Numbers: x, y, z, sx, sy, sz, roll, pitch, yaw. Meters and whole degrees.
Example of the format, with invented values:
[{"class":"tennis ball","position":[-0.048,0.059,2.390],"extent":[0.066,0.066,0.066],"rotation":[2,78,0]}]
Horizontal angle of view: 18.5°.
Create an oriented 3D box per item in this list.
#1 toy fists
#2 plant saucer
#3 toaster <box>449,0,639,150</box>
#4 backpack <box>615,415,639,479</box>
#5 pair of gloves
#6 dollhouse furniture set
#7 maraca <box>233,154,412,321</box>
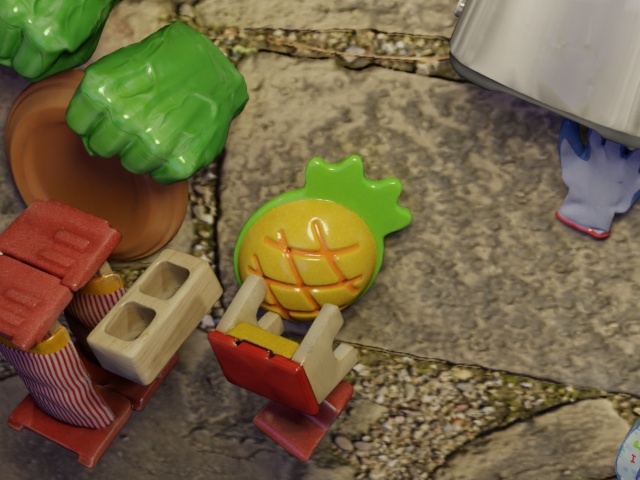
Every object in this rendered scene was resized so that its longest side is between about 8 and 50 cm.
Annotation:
[{"class":"toy fists","position":[-0.197,-0.163,1.715],"extent":[0.279,0.142,0.096],"rotation":[46,131,-2]},{"class":"plant saucer","position":[-0.219,-0.064,1.862],"extent":[0.200,0.037,0.200],"rotation":[15,125,22]},{"class":"toaster","position":[0.215,-0.170,1.477],"extent":[0.227,0.129,0.146],"rotation":[25,127,14]},{"class":"backpack","position":[0.312,0.197,1.686],"extent":[0.114,0.084,0.105],"rotation":[34,129,10]},{"class":"pair of gloves","position":[0.277,-0.033,1.579],"extent":[0.198,0.023,0.159],"rotation":[27,144,12]},{"class":"dollhouse furniture set","position":[-0.143,0.121,1.782],"extent":[0.374,0.152,0.201],"rotation":[20,148,34]},{"class":"maraca","position":[0.000,0.000,1.735],"extent":[0.127,0.099,0.186],"rotation":[28,123,-18]}]
